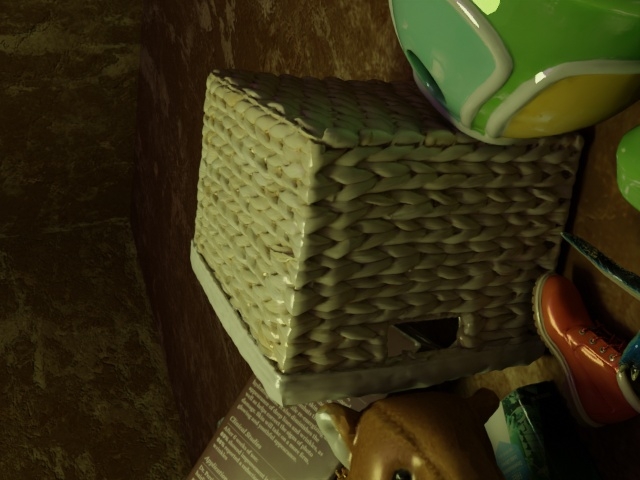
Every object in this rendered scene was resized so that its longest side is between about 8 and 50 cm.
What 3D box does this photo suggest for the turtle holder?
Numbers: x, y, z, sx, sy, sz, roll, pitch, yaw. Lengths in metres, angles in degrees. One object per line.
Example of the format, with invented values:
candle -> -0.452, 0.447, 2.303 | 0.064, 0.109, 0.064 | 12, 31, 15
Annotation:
turtle holder -> 0.197, -0.185, 0.528 | 0.320, 0.243, 0.227 | 35, 139, 13

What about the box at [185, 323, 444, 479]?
box -> -0.011, 0.256, 0.918 | 0.191, 0.143, 0.381 | 34, 95, 35

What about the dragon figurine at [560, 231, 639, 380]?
dragon figurine -> 0.308, 0.078, 0.501 | 0.144, 0.085, 0.289 | 116, 139, -51

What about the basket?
basket -> 0.051, -0.031, 0.759 | 0.331, 0.329, 0.266 | -139, 50, -56

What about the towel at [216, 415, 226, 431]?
towel -> -0.040, 0.352, 1.179 | 0.284, 0.235, 0.121 | 158, 109, -65

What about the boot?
boot -> 0.265, 0.098, 0.648 | 0.085, 0.059, 0.157 | -37, 72, 60

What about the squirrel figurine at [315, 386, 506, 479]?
squirrel figurine -> 0.075, 0.320, 0.671 | 0.397, 0.281, 0.370 | -166, 72, -77

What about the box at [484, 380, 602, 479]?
box -> 0.251, 0.350, 0.744 | 0.321, 0.059, 0.232 | 66, 152, 29
